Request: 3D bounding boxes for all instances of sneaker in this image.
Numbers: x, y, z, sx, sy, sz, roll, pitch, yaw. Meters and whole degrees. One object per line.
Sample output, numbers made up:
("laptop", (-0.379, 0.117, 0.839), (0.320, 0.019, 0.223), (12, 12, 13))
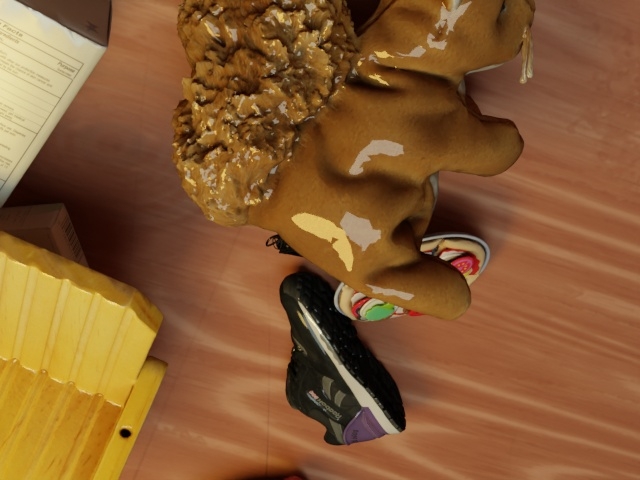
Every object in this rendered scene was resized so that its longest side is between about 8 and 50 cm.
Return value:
("sneaker", (-0.004, 0.167, 2.013), (0.124, 0.107, 0.283), (-21, 124, 17))

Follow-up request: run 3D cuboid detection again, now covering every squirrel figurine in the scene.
("squirrel figurine", (0.039, -0.173, 1.686), (0.397, 0.281, 0.370), (16, 115, -19))

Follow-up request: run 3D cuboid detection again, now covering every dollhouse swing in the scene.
("dollhouse swing", (-0.375, 0.176, 1.797), (0.347, 0.305, 0.315), (24, 77, -4))

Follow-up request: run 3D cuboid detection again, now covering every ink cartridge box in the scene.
("ink cartridge box", (-0.391, 0.046, 1.936), (0.224, 0.056, 0.181), (-2, 127, 19))

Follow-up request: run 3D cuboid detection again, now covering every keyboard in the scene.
("keyboard", (0.000, 0.000, 1.869), (0.100, 0.192, 0.038), (11, 84, -16))

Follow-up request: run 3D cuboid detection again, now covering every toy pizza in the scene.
("toy pizza", (0.115, 0.053, 1.930), (0.201, 0.032, 0.201), (-15, 154, -8))

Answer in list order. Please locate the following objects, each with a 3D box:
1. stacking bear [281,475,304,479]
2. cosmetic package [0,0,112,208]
("stacking bear", (-0.150, 0.426, 2.152), (0.289, 0.175, 0.164), (-15, 127, 14))
("cosmetic package", (-0.366, -0.162, 1.734), (0.153, 0.129, 0.296), (29, 118, -21))
